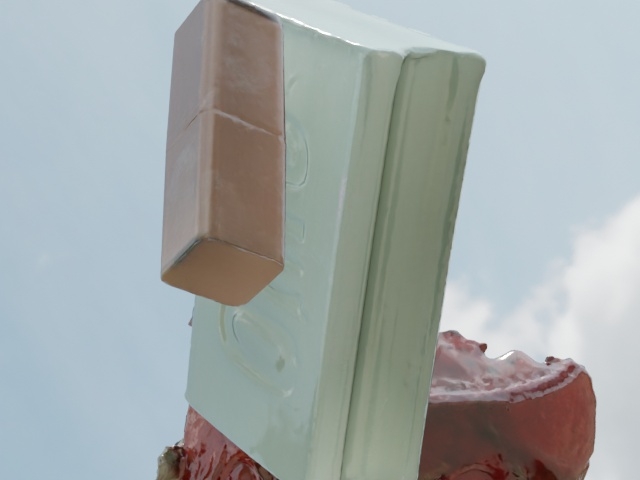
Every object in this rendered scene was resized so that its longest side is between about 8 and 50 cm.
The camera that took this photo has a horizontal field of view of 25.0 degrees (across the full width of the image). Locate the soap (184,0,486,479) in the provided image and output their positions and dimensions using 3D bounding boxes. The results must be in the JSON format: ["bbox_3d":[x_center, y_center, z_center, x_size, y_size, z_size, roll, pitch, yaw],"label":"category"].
[{"bbox_3d":[0.000,0.000,0.857,0.087,0.160,0.265,-6,-67,-36],"label":"soap"}]

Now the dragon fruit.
[{"bbox_3d":[0.042,0.188,1.126,0.343,0.100,0.282,10,-94,0],"label":"dragon fruit"}]

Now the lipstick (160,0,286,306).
[{"bbox_3d":[-0.043,-0.045,0.652,0.045,0.145,0.045,21,-42,-28],"label":"lipstick"}]
